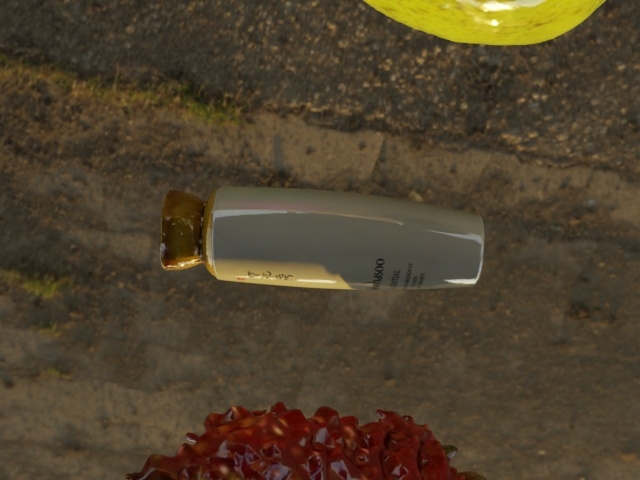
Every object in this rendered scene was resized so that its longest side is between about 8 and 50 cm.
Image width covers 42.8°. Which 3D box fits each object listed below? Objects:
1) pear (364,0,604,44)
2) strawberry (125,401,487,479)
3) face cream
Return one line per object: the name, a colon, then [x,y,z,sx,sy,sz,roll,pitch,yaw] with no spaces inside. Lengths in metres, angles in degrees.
pear: [0.123,-0.359,0.688,0.391,0.391,0.391,1,136,1]
strawberry: [0.000,0.229,0.519,0.306,0.138,0.233,21,95,-49]
face cream: [0.000,0.000,0.471,0.182,0.051,0.072,4,151,0]
